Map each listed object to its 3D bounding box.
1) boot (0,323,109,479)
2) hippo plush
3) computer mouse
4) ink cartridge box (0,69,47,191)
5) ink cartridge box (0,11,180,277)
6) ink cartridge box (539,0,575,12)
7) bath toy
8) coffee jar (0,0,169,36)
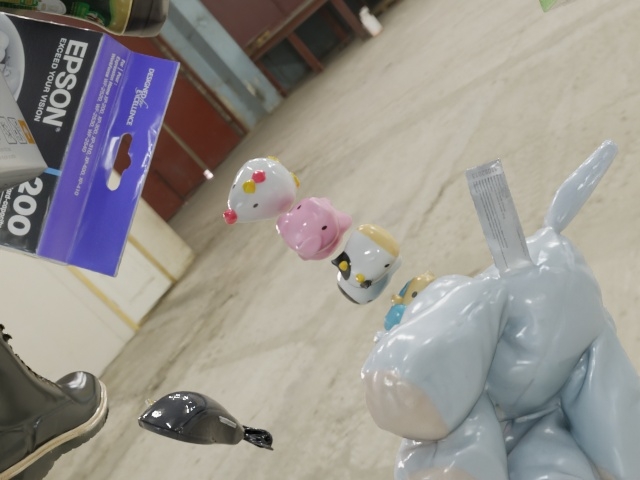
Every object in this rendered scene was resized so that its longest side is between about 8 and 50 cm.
[{"bbox_3d":[-0.244,0.113,0.608,0.077,0.137,0.198,-10,11,7],"label":"boot"},{"bbox_3d":[0.117,0.101,0.617,0.234,0.294,0.236,-11,-4,-18],"label":"hippo plush"},{"bbox_3d":[-0.187,0.241,1.043,0.184,0.262,0.060,11,78,29],"label":"computer mouse"},{"bbox_3d":[-0.266,-0.156,0.349,0.072,0.307,0.303,-25,9,2],"label":"ink cartridge box"},{"bbox_3d":[-0.252,-0.090,0.650,0.045,0.208,0.206,41,-117,-78],"label":"ink cartridge box"},{"bbox_3d":[0.274,-0.477,0.863,0.119,0.353,0.207,-21,1,6],"label":"ink cartridge box"},{"bbox_3d":[0.000,0.000,1.052,0.129,0.348,0.151,-40,-23,-38],"label":"bath toy"},{"bbox_3d":[-0.218,-0.234,0.616,0.079,0.184,0.096,167,108,-65],"label":"coffee jar"}]
